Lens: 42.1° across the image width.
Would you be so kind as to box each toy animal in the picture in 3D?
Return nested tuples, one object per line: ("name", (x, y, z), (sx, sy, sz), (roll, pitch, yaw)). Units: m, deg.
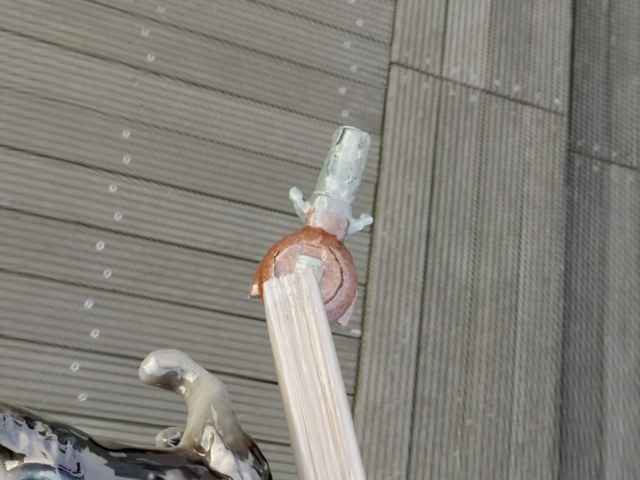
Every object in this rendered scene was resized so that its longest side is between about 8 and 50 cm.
("toy animal", (-0.183, 0.253, 0.716), (0.344, 0.194, 0.302), (-5, 38, -34))

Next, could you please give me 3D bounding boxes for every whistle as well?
("whistle", (0.001, 0.000, 1.211), (0.142, 0.134, 0.346), (13, 78, 22))

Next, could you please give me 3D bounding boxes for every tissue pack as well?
("tissue pack", (0.001, 0.209, 0.898), (0.071, 0.170, 0.325), (-13, 72, -3))
